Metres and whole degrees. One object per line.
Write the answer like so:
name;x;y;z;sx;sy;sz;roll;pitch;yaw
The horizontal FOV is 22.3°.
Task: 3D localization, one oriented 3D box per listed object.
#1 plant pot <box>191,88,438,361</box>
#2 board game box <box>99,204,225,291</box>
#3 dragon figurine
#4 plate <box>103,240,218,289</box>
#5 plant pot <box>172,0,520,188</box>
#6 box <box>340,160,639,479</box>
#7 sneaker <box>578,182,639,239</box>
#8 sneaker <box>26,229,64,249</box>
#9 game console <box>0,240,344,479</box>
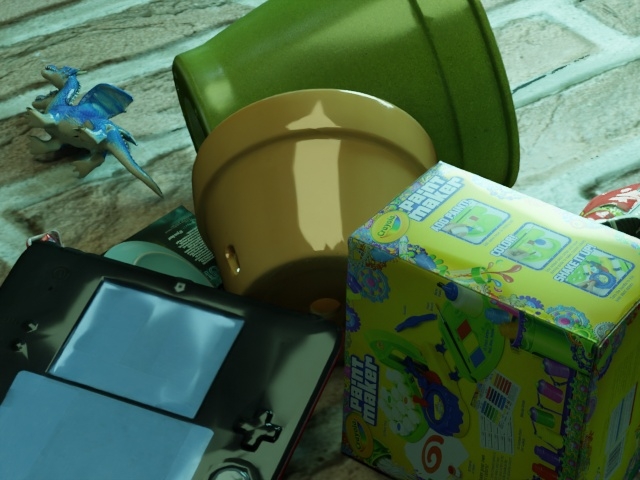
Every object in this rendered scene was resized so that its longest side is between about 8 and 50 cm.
plant pot;0.000;0.000;1.832;0.291;0.291;0.203;-2;49;-4
board game box;-0.190;0.041;1.943;0.126;0.026;0.186;40;49;20
dragon figurine;-0.299;-0.157;2.185;0.289;0.085;0.144;21;41;27
plate;-0.166;0.068;1.844;0.188;0.024;0.188;31;32;-22
plant pot;0.013;-0.176;2.039;0.353;0.366;0.366;-20;40;-8
box;0.182;0.120;1.645;0.279;0.290;0.177;24;42;27
sneaker;0.352;-0.002;2.003;0.279;0.107;0.118;-23;24;-33
sneaker;-0.302;0.027;1.948;0.118;0.067;0.042;12;37;13
game console;-0.208;0.174;1.667;0.387;0.060;0.342;15;60;18
